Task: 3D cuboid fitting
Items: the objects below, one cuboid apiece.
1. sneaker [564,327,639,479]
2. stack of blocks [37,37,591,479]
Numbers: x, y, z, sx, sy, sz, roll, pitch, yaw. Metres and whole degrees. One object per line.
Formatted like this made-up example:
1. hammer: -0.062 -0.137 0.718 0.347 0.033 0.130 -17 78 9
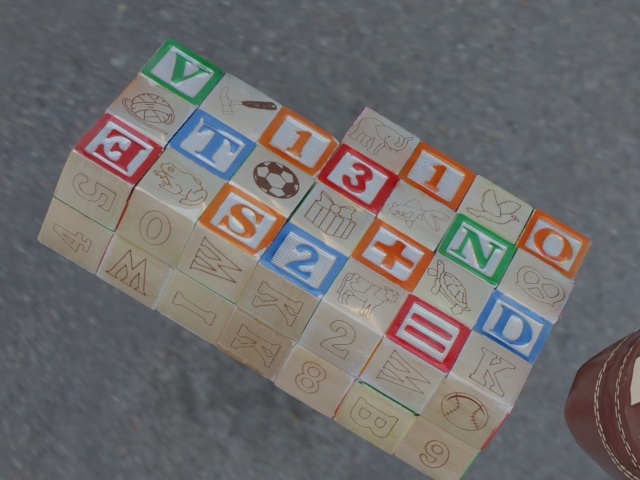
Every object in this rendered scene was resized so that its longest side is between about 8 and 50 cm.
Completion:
1. sneaker: 0.186 0.055 0.427 0.281 0.162 0.106 18 75 -14
2. stack of blocks: 0.000 0.000 1.159 0.297 0.087 0.171 31 44 2
